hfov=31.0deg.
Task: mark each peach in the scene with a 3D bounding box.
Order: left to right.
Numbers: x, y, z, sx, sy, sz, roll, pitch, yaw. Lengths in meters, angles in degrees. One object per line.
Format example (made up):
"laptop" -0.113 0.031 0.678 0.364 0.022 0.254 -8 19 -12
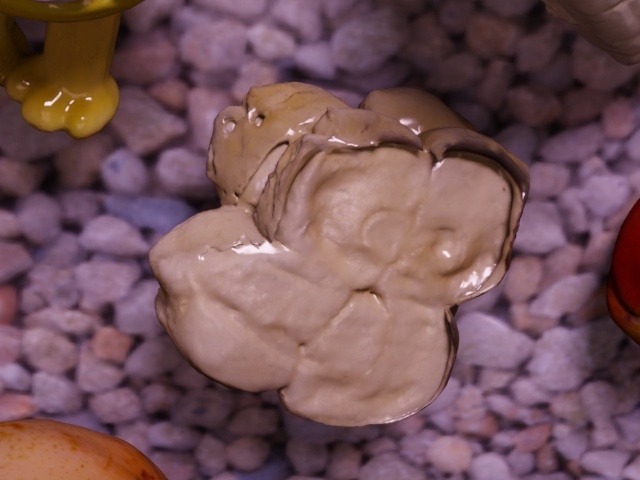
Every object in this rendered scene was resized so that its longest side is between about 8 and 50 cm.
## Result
"peach" 0.216 0.016 0.663 0.101 0.101 0.101 -2 119 -4

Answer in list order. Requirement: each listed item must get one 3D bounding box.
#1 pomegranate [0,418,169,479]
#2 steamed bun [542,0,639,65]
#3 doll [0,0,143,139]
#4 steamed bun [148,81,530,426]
"pomegranate" -0.169 0.204 0.679 0.207 0.207 0.207 -2 119 -4
"steamed bun" 0.148 -0.196 0.481 0.200 0.155 0.250 -34 160 12
"doll" -0.094 -0.193 0.445 0.199 0.145 0.363 26 138 3
"steamed bun" 0.000 0.000 0.628 0.192 0.106 0.177 6 114 -19
